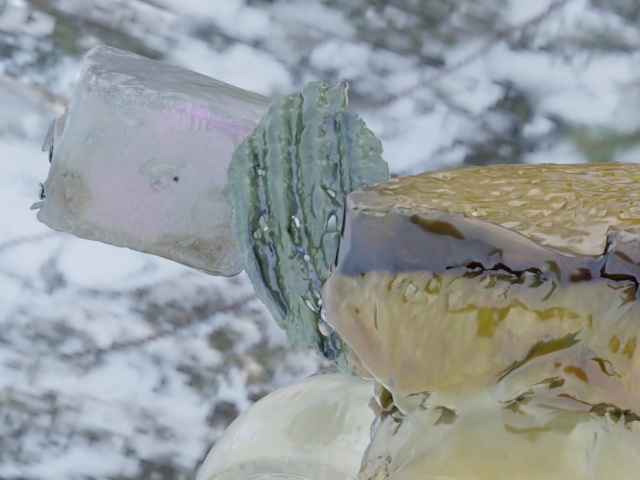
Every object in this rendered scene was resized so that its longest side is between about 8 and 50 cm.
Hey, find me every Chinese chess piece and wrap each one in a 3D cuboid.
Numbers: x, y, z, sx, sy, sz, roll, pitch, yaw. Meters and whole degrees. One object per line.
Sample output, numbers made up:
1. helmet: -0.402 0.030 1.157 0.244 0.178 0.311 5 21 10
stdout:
1. Chinese chess piece: 0.049 0.268 1.461 0.140 0.338 0.338 -44 166 -45

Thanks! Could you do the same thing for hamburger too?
1. hamburger: 0.162 0.051 0.676 0.305 0.284 0.174 1 -92 43

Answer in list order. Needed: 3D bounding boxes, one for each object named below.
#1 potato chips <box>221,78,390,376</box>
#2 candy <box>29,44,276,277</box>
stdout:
1. potato chips: 0.000 0.000 0.885 0.092 0.028 0.207 -26 -128 14
2. candy: -0.124 -0.066 1.376 0.185 0.195 0.137 -106 -147 -76
